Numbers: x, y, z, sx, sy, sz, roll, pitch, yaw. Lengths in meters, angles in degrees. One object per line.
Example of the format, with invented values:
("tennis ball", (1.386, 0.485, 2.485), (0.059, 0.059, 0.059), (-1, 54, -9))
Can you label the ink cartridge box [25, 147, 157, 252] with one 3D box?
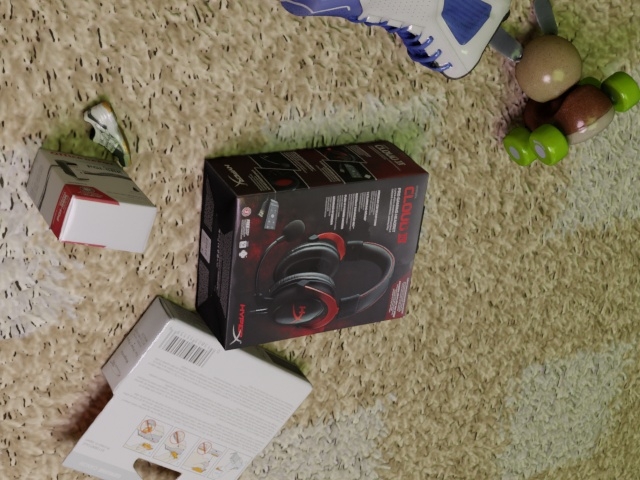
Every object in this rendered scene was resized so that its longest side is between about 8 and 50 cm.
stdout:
("ink cartridge box", (-0.250, -0.045, 1.170), (0.099, 0.135, 0.056), (9, 111, -35))

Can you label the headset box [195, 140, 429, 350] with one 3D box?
("headset box", (0.000, 0.000, 1.363), (0.293, 0.110, 0.218), (-8, 122, -27))

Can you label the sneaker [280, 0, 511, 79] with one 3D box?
("sneaker", (0.113, -0.267, 1.253), (0.315, 0.127, 0.182), (-17, 124, -23))

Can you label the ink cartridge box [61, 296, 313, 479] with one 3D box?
("ink cartridge box", (-0.178, 0.228, 1.435), (0.275, 0.060, 0.239), (32, 100, -41))

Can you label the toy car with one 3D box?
("toy car", (0.297, -0.217, 1.422), (0.155, 0.149, 0.188), (-35, 102, -12))

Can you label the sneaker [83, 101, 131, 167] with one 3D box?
("sneaker", (-0.238, -0.116, 1.206), (0.036, 0.032, 0.083), (-21, 123, -2))
